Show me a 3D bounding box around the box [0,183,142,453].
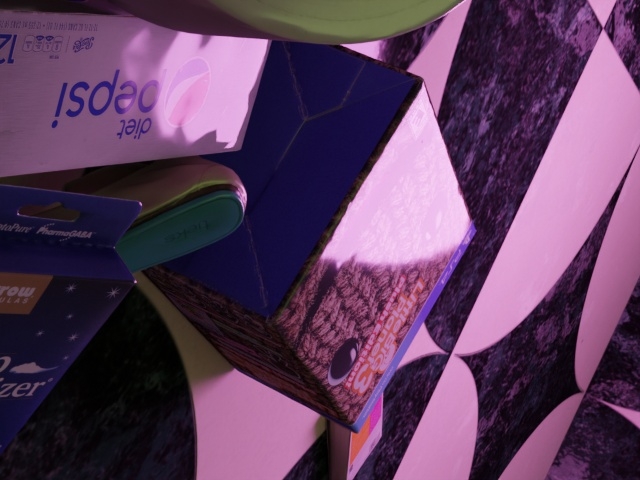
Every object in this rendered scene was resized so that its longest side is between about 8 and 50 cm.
[{"bbox_3d":[-0.203,0.062,0.779,0.136,0.036,0.225,6,129,-53],"label":"box"}]

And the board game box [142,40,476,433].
[{"bbox_3d":[0.000,0.000,1.134,0.232,0.141,0.291,-59,155,-13],"label":"board game box"}]

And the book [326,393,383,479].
[{"bbox_3d":[0.046,0.221,1.579,0.096,0.035,0.144,-50,153,-37],"label":"book"}]

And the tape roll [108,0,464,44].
[{"bbox_3d":[-0.024,-0.223,0.664,0.246,0.169,0.246,-5,101,-24],"label":"tape roll"}]

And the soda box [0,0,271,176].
[{"bbox_3d":[-0.145,-0.104,0.797,0.286,0.091,0.098,-15,127,-60],"label":"soda box"}]

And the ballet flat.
[{"bbox_3d":[-0.167,0.002,0.854,0.248,0.086,0.086,-23,138,-24],"label":"ballet flat"}]
